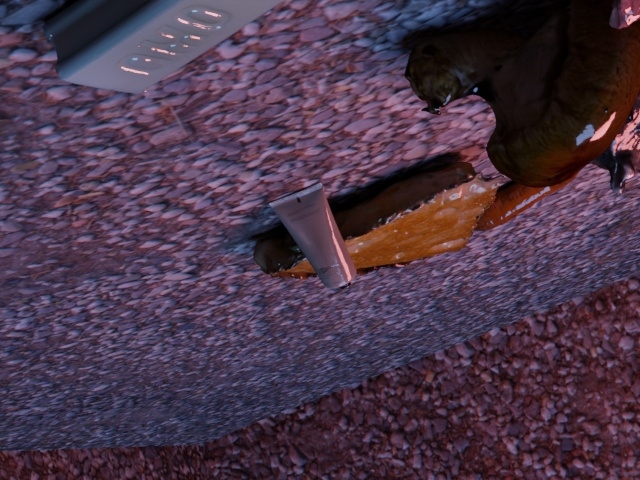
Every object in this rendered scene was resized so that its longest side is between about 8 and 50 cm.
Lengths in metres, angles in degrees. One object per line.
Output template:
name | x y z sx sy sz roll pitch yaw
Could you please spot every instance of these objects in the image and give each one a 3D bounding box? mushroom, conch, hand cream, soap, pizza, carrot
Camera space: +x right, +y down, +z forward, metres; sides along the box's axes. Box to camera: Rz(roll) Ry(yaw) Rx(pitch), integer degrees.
mushroom | 0.270 -0.195 1.640 0.267 0.267 0.254 -27 127 32
conch | 0.437 -0.185 1.879 0.313 0.186 0.241 0 144 -35
hand cream | 0.000 0.000 2.113 0.087 0.186 0.054 -21 -150 13
soap | -0.144 -0.210 1.291 0.198 0.067 0.119 -27 161 32
pizza | 0.079 -0.011 2.287 0.391 0.080 0.435 -16 164 -8
carrot | 0.354 -0.083 2.402 0.247 0.059 0.059 -30 162 29

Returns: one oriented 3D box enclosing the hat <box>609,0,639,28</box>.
hat | 0.412 -0.331 1.424 0.236 0.107 0.286 -40 167 -10
